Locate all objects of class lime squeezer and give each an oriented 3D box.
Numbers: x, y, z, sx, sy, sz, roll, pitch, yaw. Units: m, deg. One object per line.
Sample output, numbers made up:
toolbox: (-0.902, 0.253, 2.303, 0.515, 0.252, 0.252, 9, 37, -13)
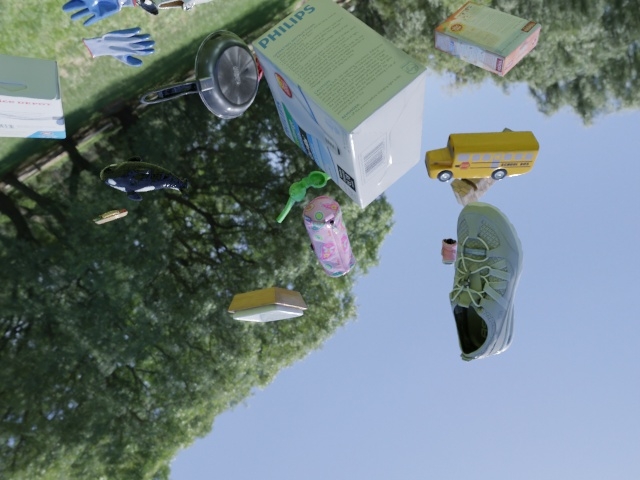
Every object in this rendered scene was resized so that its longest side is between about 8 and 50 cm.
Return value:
lime squeezer: (-0.022, -0.152, 1.303, 0.310, 0.110, 0.059, -34, -130, 11)

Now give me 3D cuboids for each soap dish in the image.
soap dish: (-0.242, 0.294, 2.004, 0.290, 0.228, 0.118, -15, -111, 32)

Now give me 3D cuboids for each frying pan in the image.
frying pan: (-0.250, -0.387, 0.992, 0.053, 0.198, 0.326, 14, -167, 31)

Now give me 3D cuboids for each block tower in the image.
block tower: (0.638, -0.279, 1.661, 0.335, 0.097, 0.091, -45, -133, -2)

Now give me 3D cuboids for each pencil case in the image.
pencil case: (0.032, -0.006, 1.406, 0.124, 0.284, 0.124, -9, -135, 9)

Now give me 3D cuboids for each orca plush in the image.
orca plush: (-0.594, -0.207, 1.500, 0.102, 0.287, 0.151, -7, -116, 64)

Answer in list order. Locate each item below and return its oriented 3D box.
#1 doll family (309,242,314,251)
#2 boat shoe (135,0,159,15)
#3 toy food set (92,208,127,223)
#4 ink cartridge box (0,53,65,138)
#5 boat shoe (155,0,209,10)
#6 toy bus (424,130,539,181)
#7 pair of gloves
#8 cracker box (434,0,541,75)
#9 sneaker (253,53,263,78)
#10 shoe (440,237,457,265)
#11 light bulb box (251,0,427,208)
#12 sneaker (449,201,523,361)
doll family: (0.000, 0.000, 1.760, 0.075, 0.112, 0.193, -10, -161, 21)
boat shoe: (-0.546, -0.737, 1.340, 0.046, 0.038, 0.125, -34, 162, 12)
toy food set: (-0.535, -0.062, 1.115, 0.082, 0.020, 0.083, -15, -169, 18)
ink cartridge box: (-0.909, -0.426, 1.325, 0.223, 0.129, 0.307, -4, 173, -28)
boat shoe: (-0.232, -0.411, 0.750, 0.100, 0.035, 0.035, -9, 178, -19)
toy bus: (0.520, -0.278, 1.437, 0.332, 0.130, 0.108, -1, -132, 2)
pair of gloves: (-0.463, -0.474, 0.966, 0.159, 0.198, 0.023, -7, -127, 0)
cracker box: (0.457, -0.564, 1.216, 0.155, 0.067, 0.232, -42, -121, -14)
sneaker: (-0.218, -0.552, 1.410, 0.128, 0.087, 0.221, -44, -150, 37)
shoe: (0.477, 0.028, 1.612, 0.063, 0.081, 0.178, 6, -164, 16)
light bulb box: (0.057, -0.337, 1.106, 0.225, 0.358, 0.361, -40, -114, -8)
sneaker: (0.274, 0.076, 0.742, 0.115, 0.282, 0.105, -18, -167, -41)
